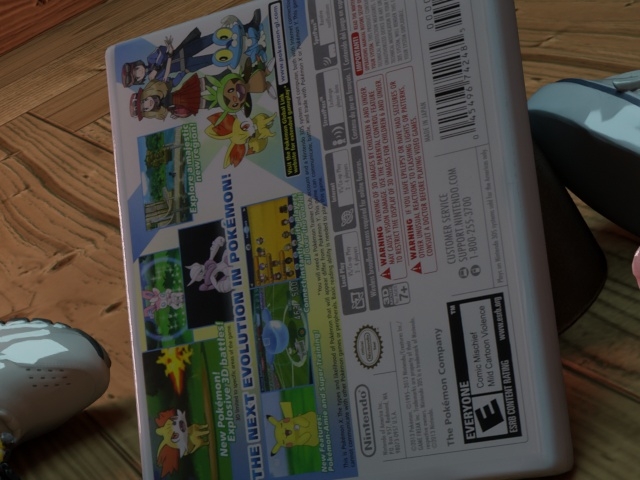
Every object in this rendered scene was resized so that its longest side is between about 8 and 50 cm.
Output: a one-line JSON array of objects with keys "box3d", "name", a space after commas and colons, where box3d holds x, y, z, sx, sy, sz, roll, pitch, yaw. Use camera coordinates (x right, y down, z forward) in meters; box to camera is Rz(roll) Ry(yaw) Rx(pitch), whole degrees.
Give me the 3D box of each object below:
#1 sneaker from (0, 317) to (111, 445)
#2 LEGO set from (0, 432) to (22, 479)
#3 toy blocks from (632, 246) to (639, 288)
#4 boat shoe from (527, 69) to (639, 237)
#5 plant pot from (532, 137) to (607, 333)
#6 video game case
[{"box3d": [-0.293, 0.163, 1.294, 0.297, 0.111, 0.129, -27, 35, 6], "name": "sneaker"}, {"box3d": [-0.293, 0.156, 1.047, 0.192, 0.255, 0.331, -52, 8, 4], "name": "LEGO set"}, {"box3d": [0.252, 0.003, 0.725, 0.260, 0.309, 0.288, -30, 19, -32], "name": "toy blocks"}, {"box3d": [0.288, -0.078, 1.097, 0.156, 0.136, 0.367, -46, 29, -14], "name": "boat shoe"}, {"box3d": [0.061, -0.045, 1.180, 0.215, 0.230, 0.215, -22, 21, 9], "name": "plant pot"}, {"box3d": [0.000, 0.000, 1.064, 0.300, 0.329, 0.036, -12, -11, 31], "name": "video game case"}]
